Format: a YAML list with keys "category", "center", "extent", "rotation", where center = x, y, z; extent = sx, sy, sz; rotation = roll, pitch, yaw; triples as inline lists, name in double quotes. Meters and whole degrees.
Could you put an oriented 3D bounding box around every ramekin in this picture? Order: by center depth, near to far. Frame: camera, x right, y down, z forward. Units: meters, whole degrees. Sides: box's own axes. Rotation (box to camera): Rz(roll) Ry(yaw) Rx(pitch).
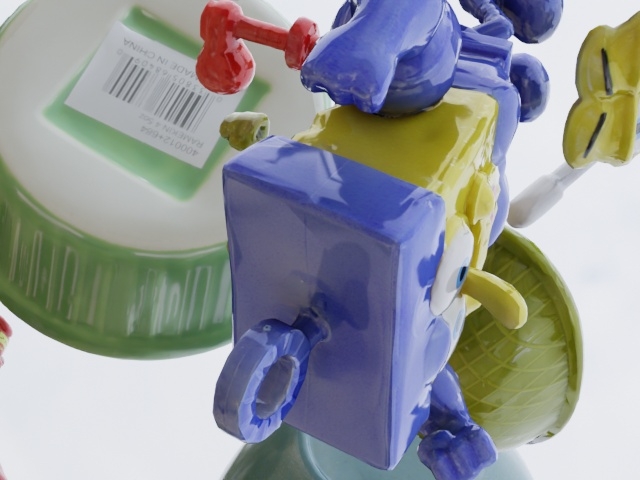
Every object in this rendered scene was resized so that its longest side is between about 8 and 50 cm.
- category: "ramekin"
  center: [-0.134, -0.072, 1.226]
  extent: [0.303, 0.303, 0.148]
  rotation: [56, -24, 19]

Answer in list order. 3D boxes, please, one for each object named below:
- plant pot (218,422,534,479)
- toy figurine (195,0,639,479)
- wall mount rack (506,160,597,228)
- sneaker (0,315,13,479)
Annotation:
- category: "plant pot"
  center: [0.045, 0.210, 1.164]
  extent: [0.290, 0.290, 0.195]
  rotation: [40, -36, 32]
- category: "toy figurine"
  center: [0.000, 0.000, 0.553]
  extent: [0.191, 0.217, 0.362]
  rotation: [19, -44, 16]
- category: "wall mount rack"
  center: [0.237, -0.141, 0.822]
  extent: [0.350, 0.130, 0.304]
  rotation: [-2, -106, 62]
- category: "sneaker"
  center: [-0.303, 0.108, 1.284]
  extent: [0.279, 0.118, 0.107]
  rotation: [52, -9, 42]
